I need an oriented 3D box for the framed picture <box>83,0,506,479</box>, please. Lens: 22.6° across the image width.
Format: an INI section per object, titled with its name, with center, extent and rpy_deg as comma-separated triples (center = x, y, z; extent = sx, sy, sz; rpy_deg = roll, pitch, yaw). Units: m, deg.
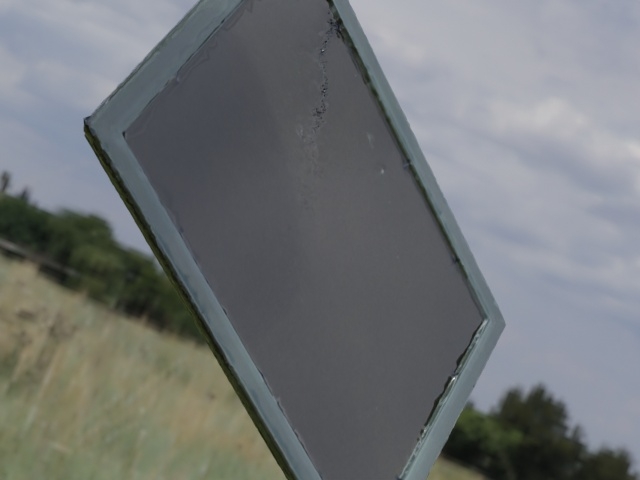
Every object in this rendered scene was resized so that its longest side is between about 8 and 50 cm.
[framed picture]
center = 0.000, 0.000, 0.834
extent = 0.018, 0.231, 0.293
rpy_deg = -9, -60, 35
